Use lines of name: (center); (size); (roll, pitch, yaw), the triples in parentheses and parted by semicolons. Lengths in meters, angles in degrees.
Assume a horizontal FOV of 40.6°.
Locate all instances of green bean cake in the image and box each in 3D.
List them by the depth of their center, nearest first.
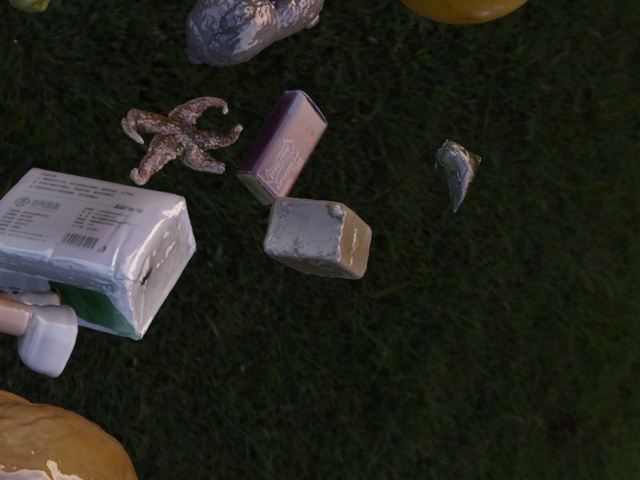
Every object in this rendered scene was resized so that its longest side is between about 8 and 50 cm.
green bean cake: (0.000, 0.000, 1.198); (0.109, 0.179, 0.085); (6, 80, 15)

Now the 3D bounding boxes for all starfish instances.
starfish: (-0.195, -0.133, 1.188); (0.150, 0.210, 0.053); (34, 133, 2)

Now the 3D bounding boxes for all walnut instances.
walnut: (-0.352, 0.311, 0.950); (0.332, 0.333, 0.333); (-4, 104, -18)

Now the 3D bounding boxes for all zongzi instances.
zongzi: (0.251, -0.122, 1.651); (0.109, 0.055, 0.119); (23, 86, -48)

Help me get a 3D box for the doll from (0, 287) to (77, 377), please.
doll: (-0.514, 0.059, 1.115); (0.423, 0.348, 0.161); (18, 81, -2)

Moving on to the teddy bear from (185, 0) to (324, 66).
teddy bear: (-0.112, -0.383, 1.422); (0.267, 0.236, 0.151); (-33, 95, -34)

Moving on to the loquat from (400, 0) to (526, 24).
loquat: (0.200, -0.428, 1.180); (0.263, 0.263, 0.263); (-4, 104, -18)

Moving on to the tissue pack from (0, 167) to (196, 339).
tissue pack: (-0.458, 0.018, 1.695); (0.356, 0.266, 0.194); (11, 135, 16)

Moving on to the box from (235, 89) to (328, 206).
box: (-0.077, -0.188, 1.777); (0.120, 0.069, 0.224); (51, 58, -38)

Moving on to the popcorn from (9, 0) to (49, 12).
popcorn: (-0.453, -0.529, 1.344); (0.294, 0.292, 0.334); (60, 39, -10)
